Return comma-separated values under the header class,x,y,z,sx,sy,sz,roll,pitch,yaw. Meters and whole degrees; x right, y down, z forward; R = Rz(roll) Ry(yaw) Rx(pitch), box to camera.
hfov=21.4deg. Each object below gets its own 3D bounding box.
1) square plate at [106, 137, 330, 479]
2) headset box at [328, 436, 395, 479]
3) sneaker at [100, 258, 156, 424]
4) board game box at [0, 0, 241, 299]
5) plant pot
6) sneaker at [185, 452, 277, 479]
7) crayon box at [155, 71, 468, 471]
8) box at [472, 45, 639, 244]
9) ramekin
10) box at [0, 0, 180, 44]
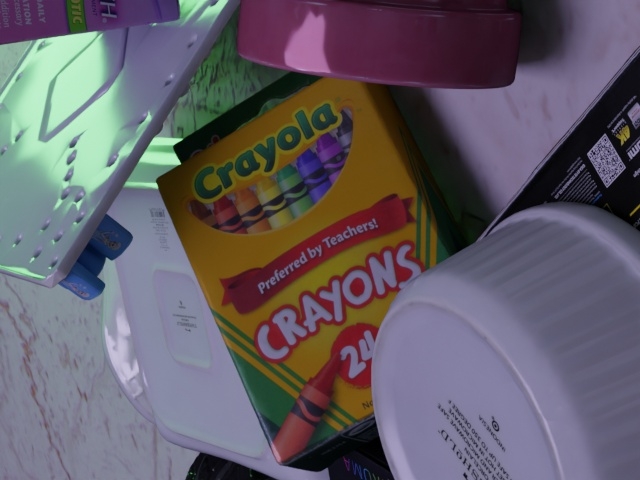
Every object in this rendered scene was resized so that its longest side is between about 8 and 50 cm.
class,x,y,z,sx,sy,sz,roll,pitch,yaw
square plate,-0.117,0.069,1.654,0.347,0.049,0.344,6,111,58
headset box,0.133,0.294,1.402,0.246,0.131,0.283,24,128,55
sneaker,-0.183,0.071,1.856,0.123,0.106,0.290,2,108,63
board game box,-0.195,-0.134,1.524,0.050,0.390,0.390,37,166,-28
plant pot,0.047,-0.209,1.197,0.201,0.201,0.180,22,110,55
sneaker,-0.053,0.279,1.753,0.130,0.109,0.286,40,-174,-27
crayon box,0.000,0.000,1.372,0.318,0.202,0.081,64,-165,20
box,0.233,0.046,1.127,0.257,0.079,0.322,60,150,17
ramekin,0.143,0.118,1.115,0.273,0.127,0.273,38,138,45
box,-0.276,-0.231,1.438,0.213,0.243,0.117,16,115,60
